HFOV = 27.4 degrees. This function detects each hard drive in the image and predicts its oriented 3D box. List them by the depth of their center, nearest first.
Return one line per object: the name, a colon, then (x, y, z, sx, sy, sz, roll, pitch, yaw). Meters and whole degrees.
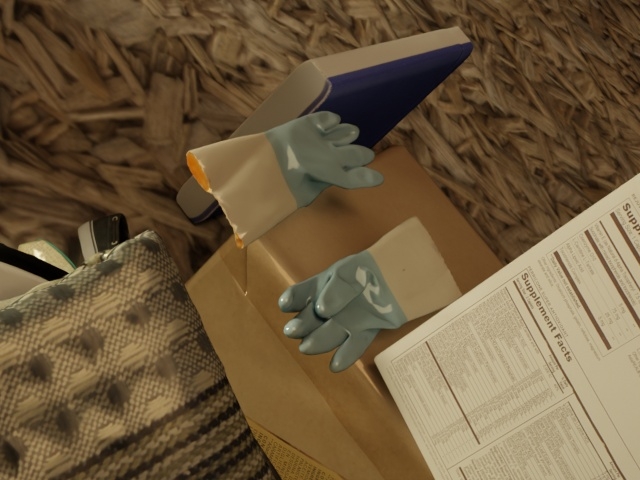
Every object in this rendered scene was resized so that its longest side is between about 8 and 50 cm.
hard drive: (0.014, -0.124, 1.333, 0.040, 0.210, 0.318, 53, 32, 8)

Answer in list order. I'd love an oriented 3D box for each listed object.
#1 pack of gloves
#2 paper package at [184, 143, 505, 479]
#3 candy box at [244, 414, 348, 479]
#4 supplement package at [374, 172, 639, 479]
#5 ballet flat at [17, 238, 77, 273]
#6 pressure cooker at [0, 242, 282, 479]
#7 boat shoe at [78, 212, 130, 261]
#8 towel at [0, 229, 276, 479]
pack of gloves: (0.000, 0.000, 1.045, 0.232, 0.046, 0.195, -25, 85, -54)
paper package: (0.051, 0.101, 1.174, 0.309, 0.168, 0.325, 50, 31, 6)
candy box: (-0.058, 0.175, 0.848, 0.316, 0.183, 0.087, 41, 66, -51)
supplement package: (0.226, 0.100, 0.979, 0.199, 0.262, 0.198, -4, 62, -53)
ballet flat: (-0.193, 0.070, 1.026, 0.168, 0.057, 0.052, 50, 41, 6)
pressure cooker: (-0.197, 0.194, 0.534, 0.370, 0.420, 0.375, -1, 56, -51)
boat shoe: (-0.166, 0.035, 1.091, 0.049, 0.040, 0.142, 58, 7, -58)
towel: (-0.116, 0.193, 0.334, 0.324, 0.056, 0.312, -25, 92, -33)
